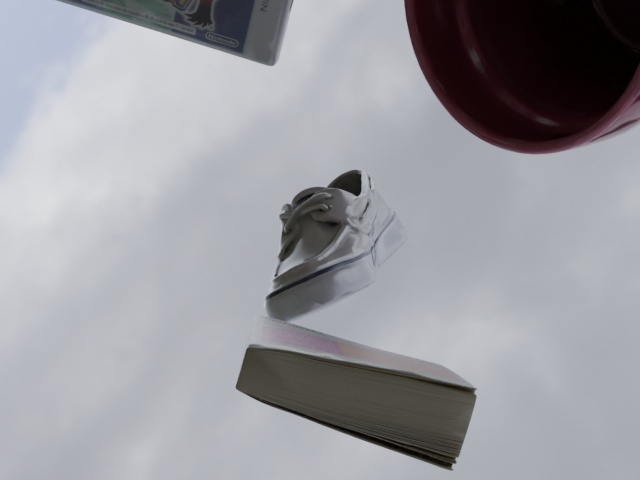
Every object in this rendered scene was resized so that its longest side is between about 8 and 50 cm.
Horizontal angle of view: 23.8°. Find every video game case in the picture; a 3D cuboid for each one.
[{"bbox_3d":[-0.109,-0.240,1.146,0.023,0.201,0.183,-70,177,-55],"label":"video game case"}]

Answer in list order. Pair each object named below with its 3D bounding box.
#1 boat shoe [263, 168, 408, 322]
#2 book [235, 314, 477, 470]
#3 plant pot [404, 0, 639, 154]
[{"bbox_3d":[0.000,0.000,1.223,0.095,0.084,0.258,-25,-174,15],"label":"boat shoe"},{"bbox_3d":[0.012,0.060,0.677,0.144,0.096,0.035,-102,-152,-88],"label":"book"},{"bbox_3d":[0.186,-0.170,1.009,0.201,0.180,0.201,16,-66,41],"label":"plant pot"}]
